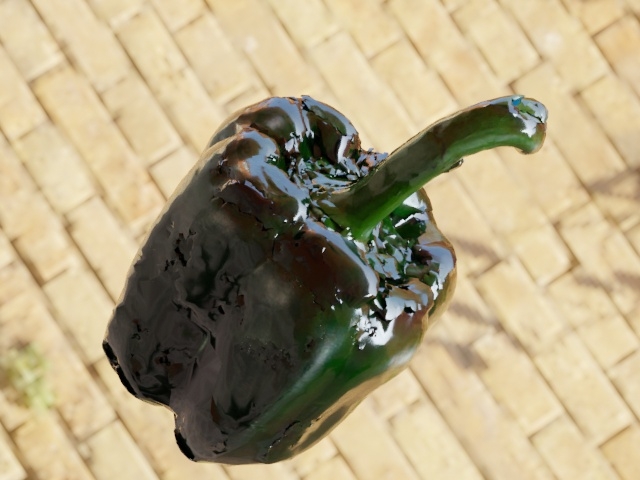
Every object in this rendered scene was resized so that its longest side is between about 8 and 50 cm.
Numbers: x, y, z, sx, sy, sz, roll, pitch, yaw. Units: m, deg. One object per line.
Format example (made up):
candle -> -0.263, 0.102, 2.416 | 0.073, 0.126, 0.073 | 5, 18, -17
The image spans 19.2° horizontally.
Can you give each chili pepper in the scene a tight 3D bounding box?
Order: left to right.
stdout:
chili pepper -> 0.000, 0.000, 1.005 | 0.165, 0.261, 0.174 | 44, 24, 12
